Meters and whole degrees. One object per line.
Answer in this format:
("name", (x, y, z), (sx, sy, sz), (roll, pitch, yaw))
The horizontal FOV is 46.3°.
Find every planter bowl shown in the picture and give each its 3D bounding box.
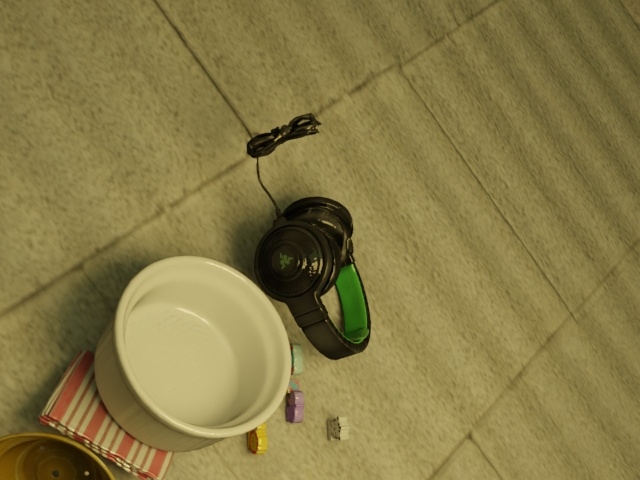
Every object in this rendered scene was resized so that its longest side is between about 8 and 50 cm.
("planter bowl", (-0.364, 0.332, 0.998), (0.217, 0.090, 0.217), (-1, 104, -2))

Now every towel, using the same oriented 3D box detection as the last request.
("towel", (-0.294, 0.256, 1.088), (0.197, 0.029, 0.144), (36, 30, -14))

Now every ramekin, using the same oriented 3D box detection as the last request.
("ramekin", (-0.194, 0.173, 1.102), (0.277, 0.135, 0.277), (22, 48, -27))

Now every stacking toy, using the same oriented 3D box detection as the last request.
("stacking toy", (-0.044, 0.236, 1.246), (0.167, 0.052, 0.221), (3, 72, -28))

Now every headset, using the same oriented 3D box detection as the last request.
("headset", (0.000, 0.000, 1.220), (0.394, 0.185, 0.243), (62, 21, -13))

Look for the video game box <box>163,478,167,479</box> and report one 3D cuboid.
("video game box", (-0.206, 0.481, 1.083), (0.187, 0.048, 0.205), (34, 61, -13))
